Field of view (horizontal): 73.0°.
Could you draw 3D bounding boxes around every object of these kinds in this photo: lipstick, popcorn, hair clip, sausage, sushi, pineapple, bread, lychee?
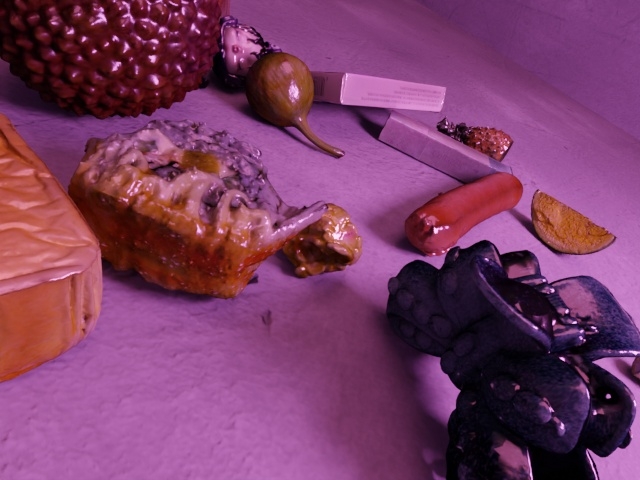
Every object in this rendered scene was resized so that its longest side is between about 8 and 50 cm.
[{"bbox_3d":[0.295,-0.205,1.025,0.317,0.066,0.068,26,37,0],"label":"lipstick"},{"bbox_3d":[-0.001,-0.001,0.587,0.109,0.096,0.089,23,32,19],"label":"popcorn"},{"bbox_3d":[0.195,0.123,0.460,0.195,0.206,0.310,11,40,-21],"label":"hair clip"},{"bbox_3d":[0.285,-0.063,0.834,0.094,0.094,0.419,15,26,38],"label":"sausage"},{"bbox_3d":[-0.145,-0.035,0.504,0.274,0.139,0.184,26,40,-5],"label":"sushi"},{"bbox_3d":[0.394,-0.266,1.133,0.198,0.108,0.108,34,37,20],"label":"pineapple"},{"bbox_3d":[-0.320,-0.013,0.391,0.288,0.119,0.152,45,38,21],"label":"bread"},{"bbox_3d":[-0.303,-0.332,0.637,0.306,0.306,0.330,30,64,5],"label":"lychee"}]

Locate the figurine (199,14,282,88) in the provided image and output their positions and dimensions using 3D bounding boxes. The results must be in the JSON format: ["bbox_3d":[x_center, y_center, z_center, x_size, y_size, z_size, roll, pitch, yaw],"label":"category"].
[{"bbox_3d":[-0.191,-0.392,0.924,0.222,0.145,0.145,-11,50,-37],"label":"figurine"}]

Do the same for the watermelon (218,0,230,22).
[{"bbox_3d":[-0.333,-0.594,0.998,0.250,0.283,0.292,20,-6,-11],"label":"watermelon"}]

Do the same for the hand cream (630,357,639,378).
[{"bbox_3d":[0.583,0.243,0.660,0.203,0.084,0.084,34,38,17],"label":"hand cream"}]

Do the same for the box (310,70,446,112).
[{"bbox_3d":[0.114,-0.355,1.036,0.343,0.065,0.200,-10,24,-39],"label":"box"}]

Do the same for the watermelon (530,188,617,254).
[{"bbox_3d":[0.532,-0.025,0.938,0.181,0.092,0.075,41,25,32],"label":"watermelon"}]

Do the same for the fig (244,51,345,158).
[{"bbox_3d":[-0.046,-0.255,0.869,0.245,0.149,0.149,55,42,4],"label":"fig"}]
